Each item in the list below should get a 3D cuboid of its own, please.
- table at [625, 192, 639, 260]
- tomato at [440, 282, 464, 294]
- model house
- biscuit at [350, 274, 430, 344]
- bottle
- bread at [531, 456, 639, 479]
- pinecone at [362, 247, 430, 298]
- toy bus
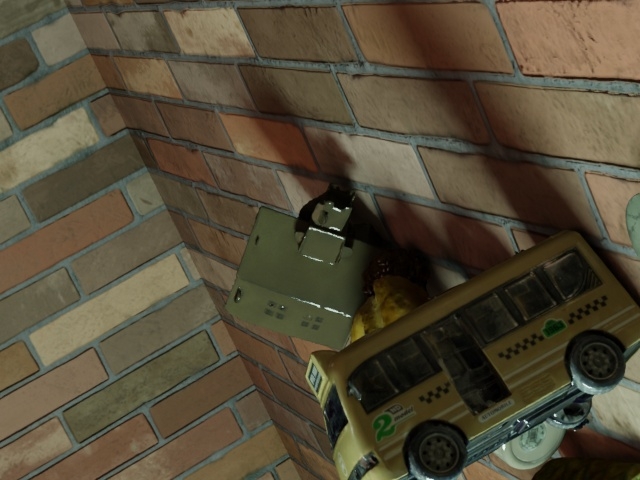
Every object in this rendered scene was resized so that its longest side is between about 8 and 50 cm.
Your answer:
[{"bbox_3d":[0.351,0.003,1.419,0.133,0.043,0.133,52,161,25],"label":"table"},{"bbox_3d":[0.197,0.147,1.874,0.195,0.136,0.195,5,97,44],"label":"tomato"},{"bbox_3d":[0.000,0.000,2.233,0.211,0.204,0.243,19,134,-4],"label":"model house"},{"bbox_3d":[0.101,0.180,2.070,0.274,0.091,0.213,108,152,-56],"label":"biscuit"},{"bbox_3d":[0.227,0.214,2.026,0.233,0.110,0.110,35,150,54],"label":"bottle"},{"bbox_3d":[0.347,0.327,1.882,0.269,0.087,0.098,165,99,-71],"label":"bread"},{"bbox_3d":[0.113,0.058,2.146,0.102,0.102,0.109,53,-170,22],"label":"pinecone"},{"bbox_3d":[0.169,0.149,1.641,0.202,0.365,0.177,58,163,17],"label":"toy bus"}]
